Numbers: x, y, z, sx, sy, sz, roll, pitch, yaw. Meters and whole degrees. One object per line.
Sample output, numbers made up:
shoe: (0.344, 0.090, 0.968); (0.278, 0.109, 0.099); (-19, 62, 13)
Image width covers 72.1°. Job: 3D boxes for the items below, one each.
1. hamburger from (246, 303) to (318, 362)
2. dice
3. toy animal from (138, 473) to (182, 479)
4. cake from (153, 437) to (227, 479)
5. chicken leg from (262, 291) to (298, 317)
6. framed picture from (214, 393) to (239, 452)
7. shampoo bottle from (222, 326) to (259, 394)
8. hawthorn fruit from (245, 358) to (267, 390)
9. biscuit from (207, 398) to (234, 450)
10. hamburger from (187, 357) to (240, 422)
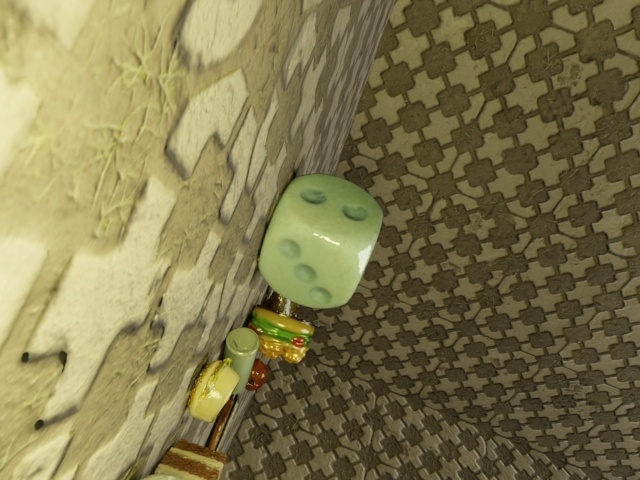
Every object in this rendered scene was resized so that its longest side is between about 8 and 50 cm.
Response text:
hamburger: (-0.139, 0.304, 1.404); (0.237, 0.236, 0.149); (103, 7, -78)
dice: (0.000, 0.000, 1.174); (0.265, 0.262, 0.268); (-67, 179, -47)
toy animal: (-0.264, 0.493, 0.621); (0.289, 0.173, 0.250); (58, 42, -86)
cake: (-0.279, 0.513, 0.905); (0.147, 0.134, 0.135); (174, -64, -85)
chicken leg: (-0.135, 0.220, 1.650); (0.362, 0.140, 0.211); (-65, 170, 1)
framed picture: (-0.379, 0.738, 1.797); (0.273, 0.015, 0.217); (136, -22, -77)
shampoo bottle: (-0.228, 0.342, 1.189); (0.085, 0.085, 0.263); (-66, 178, -49)
hawthorn fruit: (-0.275, 0.549, 1.807); (0.128, 0.127, 0.128); (22, 90, -88)
biscuit: (-0.376, 0.693, 1.647); (0.145, 0.033, 0.224); (112, -2, -53)
hamburger: (-0.228, 0.313, 0.936); (0.141, 0.081, 0.127); (-56, -177, 29)
